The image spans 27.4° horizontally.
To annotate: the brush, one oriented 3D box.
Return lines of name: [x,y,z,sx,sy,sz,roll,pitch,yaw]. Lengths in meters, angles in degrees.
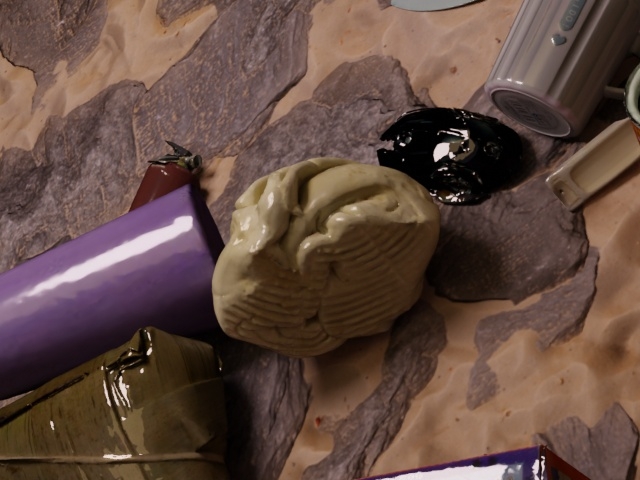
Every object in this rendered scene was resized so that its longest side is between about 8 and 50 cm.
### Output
brush: [0.437,-0.160,1.730,0.321,0.050,0.060,-40,91,13]

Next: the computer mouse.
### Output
computer mouse: [0.178,-0.134,1.876,0.241,0.077,0.147,6,63,37]

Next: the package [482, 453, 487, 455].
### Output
package: [0.179,0.360,1.587,0.083,0.022,0.200,24,77,42]

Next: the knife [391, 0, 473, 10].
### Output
knife: [0.251,-0.411,2.038,0.331,0.044,0.080,-20,59,30]

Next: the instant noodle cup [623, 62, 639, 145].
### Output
instant noodle cup: [0.462,-0.126,1.582,0.193,0.212,0.193,-17,54,25]

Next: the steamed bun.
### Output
steamed bun: [0.003,0.001,1.795,0.289,0.276,0.203,-56,30,25]

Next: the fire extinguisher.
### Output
fire extinguisher: [-0.265,-0.043,2.105,0.104,0.105,0.269,5,65,36]

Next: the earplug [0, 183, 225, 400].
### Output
earplug: [-0.349,0.098,1.917,0.455,0.215,0.215,-22,49,2]

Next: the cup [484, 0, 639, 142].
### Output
cup: [0.349,-0.252,1.777,0.221,0.167,0.202,19,76,43]

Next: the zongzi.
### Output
zongzi: [-0.332,0.410,1.788,0.499,0.218,0.467,-27,56,22]

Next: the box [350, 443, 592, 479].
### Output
box: [0.135,0.420,1.402,0.348,0.257,0.319,-15,59,26]
